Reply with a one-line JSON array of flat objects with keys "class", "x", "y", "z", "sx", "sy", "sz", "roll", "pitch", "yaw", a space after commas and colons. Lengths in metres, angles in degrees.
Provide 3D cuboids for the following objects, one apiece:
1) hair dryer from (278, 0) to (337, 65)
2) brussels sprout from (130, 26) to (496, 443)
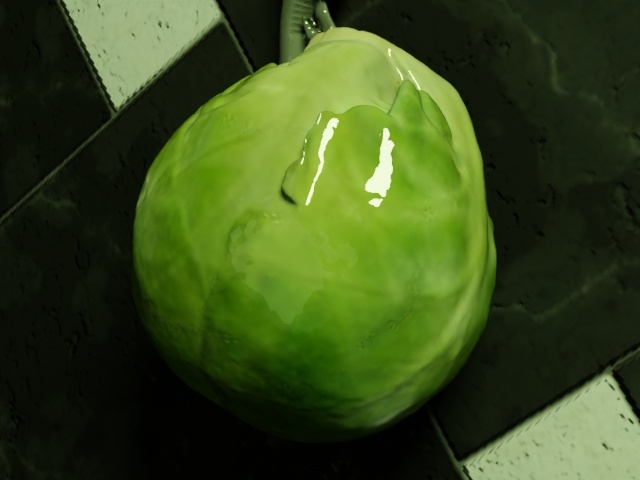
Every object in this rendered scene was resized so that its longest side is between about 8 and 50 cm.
[{"class": "hair dryer", "x": 0.075, "y": -0.229, "z": 0.970, "sx": 0.301, "sy": 0.121, "sz": 0.361, "roll": 44, "pitch": 123, "yaw": 17}, {"class": "brussels sprout", "x": 0.000, "y": 0.000, "z": 0.943, "sx": 0.244, "sy": 0.244, "sz": 0.244, "roll": 0, "pitch": 90, "yaw": 35}]
